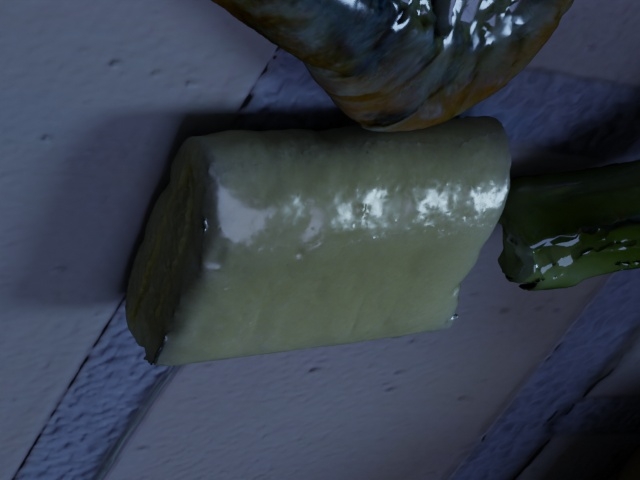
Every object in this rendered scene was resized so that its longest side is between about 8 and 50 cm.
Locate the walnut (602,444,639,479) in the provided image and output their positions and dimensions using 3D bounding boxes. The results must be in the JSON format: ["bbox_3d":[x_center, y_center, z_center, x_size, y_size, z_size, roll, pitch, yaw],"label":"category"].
[{"bbox_3d":[0.326,0.294,1.292,0.381,0.381,0.381,-19,143,-15],"label":"walnut"}]

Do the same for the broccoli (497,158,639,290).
[{"bbox_3d":[0.245,-0.004,1.003,0.275,0.198,0.177,-27,145,-4],"label":"broccoli"}]

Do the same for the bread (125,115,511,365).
[{"bbox_3d":[0.000,0.001,0.956,0.178,0.060,0.139,-6,138,-29],"label":"bread"}]

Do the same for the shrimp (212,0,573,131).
[{"bbox_3d":[0.032,-0.140,0.822,0.169,0.058,0.296,-46,146,10],"label":"shrimp"}]
